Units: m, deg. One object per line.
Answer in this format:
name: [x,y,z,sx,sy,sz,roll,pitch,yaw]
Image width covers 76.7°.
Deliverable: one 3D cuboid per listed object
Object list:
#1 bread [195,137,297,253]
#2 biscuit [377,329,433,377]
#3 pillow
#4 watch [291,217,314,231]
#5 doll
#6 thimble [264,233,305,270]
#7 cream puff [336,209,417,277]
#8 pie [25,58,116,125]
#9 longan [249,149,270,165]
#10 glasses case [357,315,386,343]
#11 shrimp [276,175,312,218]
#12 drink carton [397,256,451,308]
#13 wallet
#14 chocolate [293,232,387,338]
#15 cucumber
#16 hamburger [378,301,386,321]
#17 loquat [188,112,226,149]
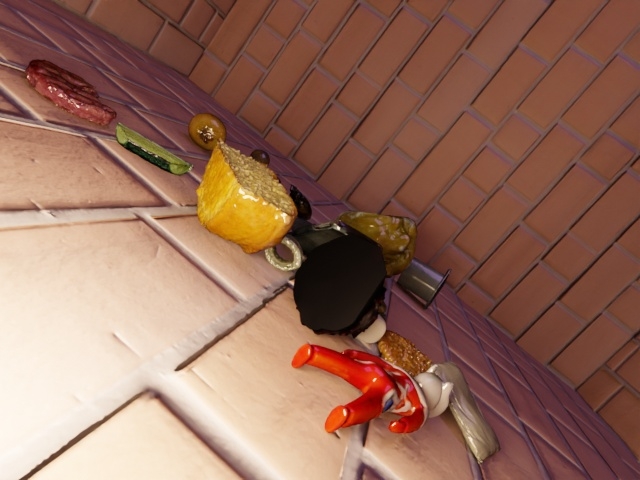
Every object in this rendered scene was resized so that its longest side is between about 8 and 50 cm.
bread: [-0.192,-0.086,0.966,0.194,0.179,0.340,27,19,-36]
biscuit: [0.248,0.326,1.064,0.254,0.035,0.254,36,13,-9]
pillow: [0.346,0.398,0.965,0.148,0.050,0.229,15,39,-45]
watch: [0.000,0.000,1.392,0.193,0.068,0.206,34,-4,28]
doll: [0.125,0.279,0.762,0.384,0.099,0.188,20,22,-38]
thimble: [-0.090,0.031,1.040,0.110,0.084,0.062,37,11,1]
cream puff: [0.233,0.020,1.693,0.379,0.275,0.378,9,5,-1]
pie: [-0.639,-0.379,1.039,0.204,0.054,0.218,23,22,-52]
longan: [-0.304,-0.402,2.009,0.113,0.092,0.113,33,36,-27]
glasses case: [0.071,0.175,0.999,0.204,0.081,0.051,40,16,-1]
shrimp: [-0.124,-0.178,1.580,0.233,0.071,0.365,45,-5,8]
drink carton: [0.477,0.187,1.897,0.190,0.191,0.185,35,-27,17]
wallet: [0.018,0.007,1.163,0.172,0.045,0.318,31,-21,-26]
chocolate: [0.066,0.126,0.919,0.206,0.224,0.177,28,-12,43]
cucumber: [-0.441,-0.227,1.076,0.220,0.046,0.070,28,18,-33]
hamburger: [0.092,0.149,1.112,0.206,0.130,0.183,53,8,-20]
loquat: [-0.443,-0.428,1.590,0.163,0.137,0.163,56,6,-9]
